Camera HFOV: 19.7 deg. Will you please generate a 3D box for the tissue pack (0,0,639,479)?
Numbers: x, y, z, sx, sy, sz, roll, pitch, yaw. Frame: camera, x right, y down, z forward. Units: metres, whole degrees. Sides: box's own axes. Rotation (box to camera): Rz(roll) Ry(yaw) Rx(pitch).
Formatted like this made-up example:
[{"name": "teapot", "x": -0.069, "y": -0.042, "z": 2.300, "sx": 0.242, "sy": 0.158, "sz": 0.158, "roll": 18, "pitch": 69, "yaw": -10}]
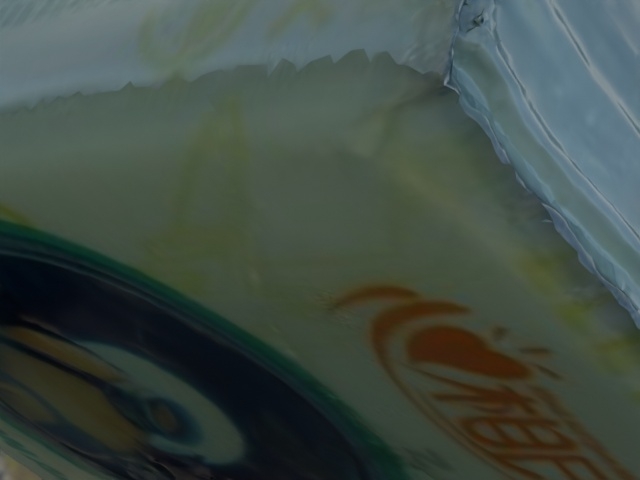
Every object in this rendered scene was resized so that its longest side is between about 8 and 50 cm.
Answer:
[{"name": "tissue pack", "x": 0.000, "y": 0.000, "z": 0.615, "sx": 0.388, "sy": 0.162, "sz": 0.287, "roll": -4, "pitch": -38, "yaw": 47}]
